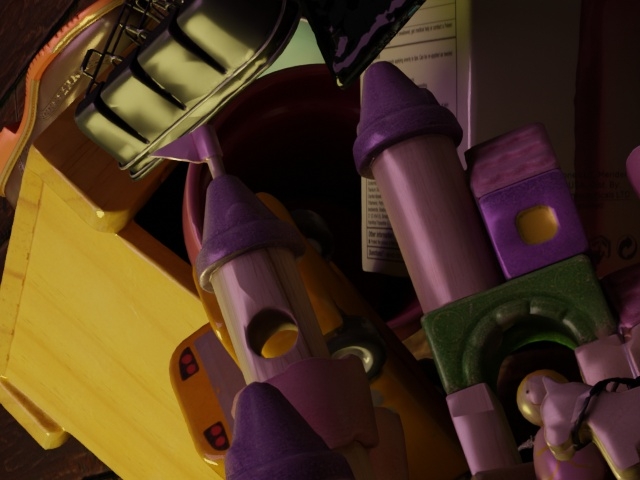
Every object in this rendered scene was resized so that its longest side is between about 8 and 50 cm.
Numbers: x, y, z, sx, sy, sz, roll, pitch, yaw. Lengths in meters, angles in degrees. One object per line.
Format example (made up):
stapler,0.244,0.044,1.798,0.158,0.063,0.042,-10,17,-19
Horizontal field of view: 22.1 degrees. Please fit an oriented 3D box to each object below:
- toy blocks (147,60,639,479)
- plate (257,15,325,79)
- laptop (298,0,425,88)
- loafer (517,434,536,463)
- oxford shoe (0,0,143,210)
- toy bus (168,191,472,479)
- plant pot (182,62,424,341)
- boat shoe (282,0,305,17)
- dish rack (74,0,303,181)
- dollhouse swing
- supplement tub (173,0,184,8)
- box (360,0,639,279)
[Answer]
toy blocks,0.079,0.014,0.735,0.309,0.289,0.260,50,-159,-68
plate,-0.006,-0.101,1.231,0.024,0.188,0.188,-58,2,-36
laptop,0.088,-0.246,0.883,0.264,0.136,0.234,-47,54,37
loafer,0.180,0.176,0.875,0.251,0.087,0.094,-135,48,-57
oxford shoe,-0.267,-0.146,1.891,0.133,0.130,0.363,46,136,10
toy bus,0.016,0.116,1.014,0.332,0.130,0.108,49,-170,-45
plant pot,0.000,0.000,1.176,0.180,0.201,0.201,107,154,-70
boat shoe,-0.010,-0.160,1.270,0.301,0.102,0.108,113,146,-44
dish rack,-0.078,-0.196,1.165,0.208,0.074,0.271,-34,32,44
dollhouse swing,-0.149,0.052,1.662,0.315,0.305,0.347,-55,-11,-48
supplement tub,-0.068,-0.186,1.385,0.117,0.117,0.190,-128,43,-54
box,0.107,-0.092,0.976,0.148,0.127,0.232,-174,83,-67
